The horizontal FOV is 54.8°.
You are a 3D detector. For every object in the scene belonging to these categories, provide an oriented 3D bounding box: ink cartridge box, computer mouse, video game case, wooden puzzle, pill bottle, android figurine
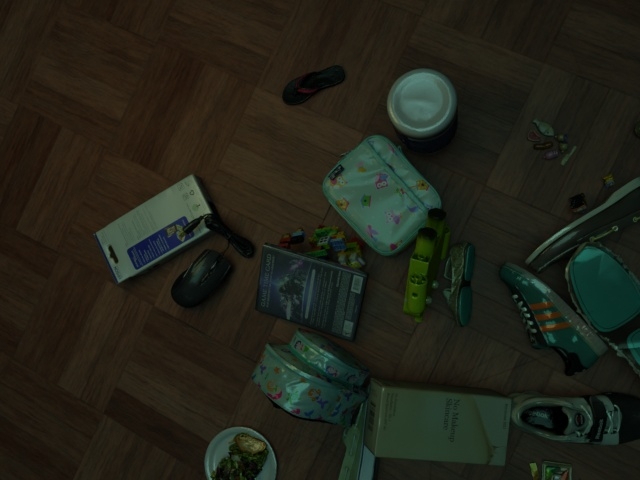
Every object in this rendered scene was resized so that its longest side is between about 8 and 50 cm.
[{"bbox_3d":[-0.440,-0.027,1.685,0.332,0.065,0.165,-28,82,8],"label":"ink cartridge box"},{"bbox_3d":[-0.318,0.057,1.613,0.262,0.060,0.184,-42,109,7],"label":"computer mouse"},{"bbox_3d":[-0.027,0.130,1.558,0.274,0.026,0.196,17,117,14],"label":"video game case"},{"bbox_3d":[0.552,0.557,1.448,0.116,0.014,0.079,-4,86,12],"label":"wooden puzzle"},{"bbox_3d":[0.071,0.068,1.573,0.083,0.043,0.043,-40,79,7],"label":"pill bottle"},{"bbox_3d":[0.247,0.069,1.440,0.056,0.248,0.273,14,127,18],"label":"android figurine"},{"bbox_3d":[0.245,-0.287,1.446,0.153,0.264,0.153,-1,85,13],"label":"pill bottle"}]

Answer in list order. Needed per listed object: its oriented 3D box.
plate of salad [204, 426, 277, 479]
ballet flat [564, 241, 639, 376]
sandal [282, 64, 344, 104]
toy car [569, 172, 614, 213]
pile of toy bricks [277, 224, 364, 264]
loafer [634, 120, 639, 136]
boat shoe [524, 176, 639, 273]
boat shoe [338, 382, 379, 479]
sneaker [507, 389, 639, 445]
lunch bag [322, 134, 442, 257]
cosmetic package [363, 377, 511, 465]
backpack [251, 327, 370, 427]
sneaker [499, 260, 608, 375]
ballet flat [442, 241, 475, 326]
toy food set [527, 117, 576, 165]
[{"bbox_3d":[-0.211,0.586,1.600,0.199,0.048,0.200,-1,86,12],"label":"plate of salad"},{"bbox_3d":[0.682,0.182,1.380,0.147,0.147,0.409,-35,87,8],"label":"ballet flat"},{"bbox_3d":[-0.024,-0.416,1.628,0.179,0.040,0.067,-23,82,10],"label":"sandal"},{"bbox_3d":[0.645,-0.102,1.452,0.122,0.060,0.040,-32,112,15],"label":"toy car"},{"bbox_3d":[0.000,0.000,1.572,0.212,0.105,0.118,-9,129,28],"label":"pile of toy bricks"},{"bbox_3d":[0.808,-0.265,1.427,0.147,0.050,0.056,-3,86,12],"label":"loafer"},{"bbox_3d":[0.626,-0.016,1.421,0.324,0.116,0.097,-35,77,2],"label":"boat shoe"},{"bbox_3d":[0.099,0.490,1.509,0.094,0.109,0.303,8,90,16],"label":"boat shoe"},{"bbox_3d":[0.588,0.407,1.386,0.330,0.146,0.123,-2,84,11],"label":"sneaker"},{"bbox_3d":[0.153,-0.116,1.534,0.224,0.108,0.279,-42,79,7],"label":"lunch bag"},{"bbox_3d":[0.265,0.414,1.416,0.309,0.113,0.160,7,87,-10],"label":"cosmetic package"},{"bbox_3d":[-0.025,0.320,1.445,0.225,0.253,0.191,30,98,43],"label":"backpack"},{"bbox_3d":[0.513,0.183,1.434,0.121,0.108,0.302,-45,79,3],"label":"sneaker"},{"bbox_3d":[0.335,0.106,1.510,0.067,0.073,0.206,3,84,40],"label":"ballet flat"},{"bbox_3d":[0.554,-0.238,1.498,0.122,0.019,0.078,36,94,13],"label":"toy food set"}]
